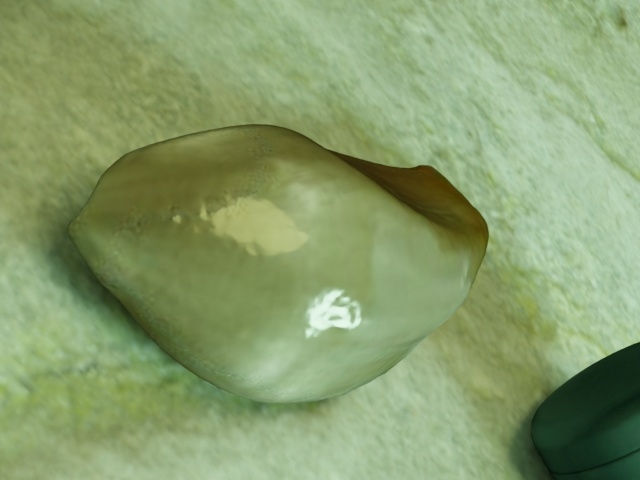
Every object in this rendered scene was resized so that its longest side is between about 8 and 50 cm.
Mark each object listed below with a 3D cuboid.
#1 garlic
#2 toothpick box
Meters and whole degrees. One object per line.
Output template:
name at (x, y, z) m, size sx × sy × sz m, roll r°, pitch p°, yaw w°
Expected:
garlic at (0.003, 0.008, 0.877) m, size 0.318 × 0.112 × 0.143 m, roll 1°, pitch 63°, yaw -59°
toothpick box at (0.223, 0.161, 0.991) m, size 0.184 × 0.120 × 0.120 m, roll 58°, pitch 38°, yaw -5°
